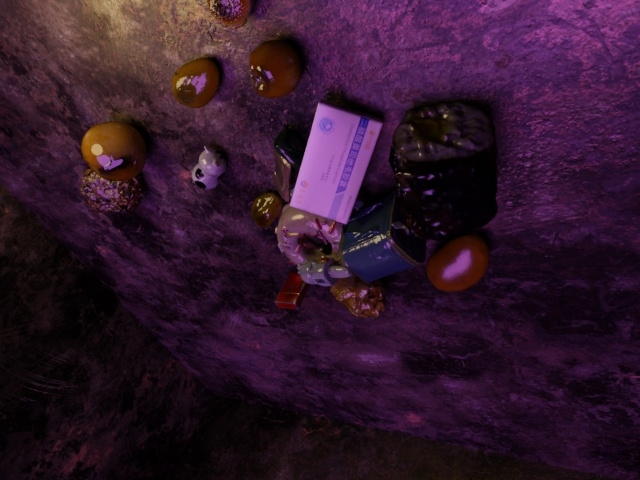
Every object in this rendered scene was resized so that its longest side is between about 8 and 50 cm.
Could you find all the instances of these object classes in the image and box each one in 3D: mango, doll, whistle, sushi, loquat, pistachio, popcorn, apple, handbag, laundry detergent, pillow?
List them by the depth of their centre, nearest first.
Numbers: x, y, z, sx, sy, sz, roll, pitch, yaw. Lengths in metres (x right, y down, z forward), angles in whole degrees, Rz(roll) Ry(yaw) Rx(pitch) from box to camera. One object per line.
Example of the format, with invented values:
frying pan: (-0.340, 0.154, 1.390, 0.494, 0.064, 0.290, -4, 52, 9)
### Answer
sushi: (0.335, -0.180, 1.232, 0.280, 0.300, 0.294, 5, 138, 25)
apple: (-0.136, -0.484, 1.285, 0.163, 0.147, 0.147, 7, 137, 26)
mango: (-0.399, -0.507, 1.455, 0.137, 0.098, 0.195, 44, 134, -14)
laundry detergent: (-0.061, -0.266, 1.499, 0.063, 0.137, 0.211, -35, 116, 25)
handbag: (0.210, -0.008, 1.522, 0.240, 0.263, 0.222, -24, 126, 41)
mango: (0.483, 0.082, 1.571, 0.175, 0.139, 0.254, 32, 135, -11)
pillow: (-0.135, -0.235, 1.597, 0.135, 0.034, 0.211, 56, 157, 26)
whistle: (0.010, 0.116, 1.687, 0.253, 0.106, 0.101, -4, 163, 41)
doll: (-0.423, -0.274, 1.726, 0.110, 0.106, 0.180, 51, 134, 4)
loquat: (-0.791, -0.347, 1.758, 0.234, 0.235, 0.235, 16, 140, 14)
pistachio: (-0.219, -0.117, 1.785, 0.110, 0.100, 0.189, 41, 141, -5)
popcorn: (0.164, 0.205, 1.856, 0.233, 0.192, 0.266, 38, 159, -9)

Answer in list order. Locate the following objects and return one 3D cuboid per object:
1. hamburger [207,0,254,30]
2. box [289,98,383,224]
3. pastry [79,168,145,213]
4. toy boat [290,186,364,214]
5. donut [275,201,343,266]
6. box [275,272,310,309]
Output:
hamburger: (-0.244, -0.642, 1.222, 0.126, 0.082, 0.141, 35, 140, -10)
box: (0.044, -0.234, 1.399, 0.200, 0.065, 0.344, 17, 117, -3)
pastry: (-0.909, -0.241, 2.002, 0.274, 0.193, 0.275, 0, 123, 0)
toy boat: (0.023, -0.154, 1.573, 0.261, 0.115, 0.114, 23, 149, 20)
donut: (0.000, 0.000, 1.758, 0.381, 0.143, 0.383, 16, 141, 13)
box: (-0.119, 0.226, 2.052, 0.112, 0.175, 0.048, 0, 135, 29)
